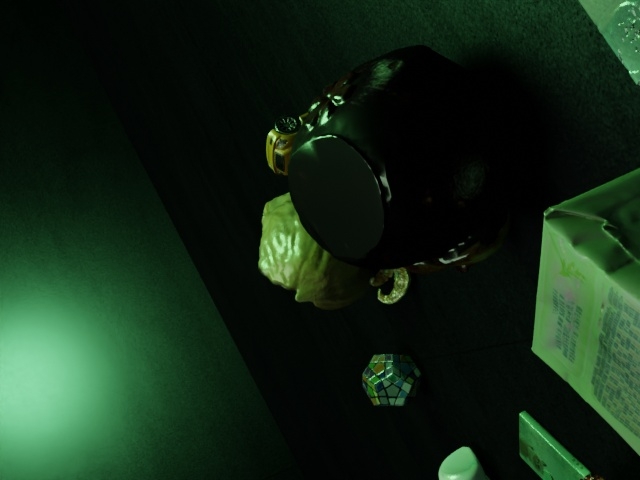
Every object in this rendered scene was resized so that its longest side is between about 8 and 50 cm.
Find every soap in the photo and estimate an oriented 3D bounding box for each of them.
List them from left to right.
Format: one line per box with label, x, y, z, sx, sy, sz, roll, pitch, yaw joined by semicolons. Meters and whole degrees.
soap;0.300;0.065;0.789;0.182;0.138;0.199;50;158;41

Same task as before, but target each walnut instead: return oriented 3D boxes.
walnut;-0.010;-0.001;1.511;0.238;0.204;0.141;48;126;23

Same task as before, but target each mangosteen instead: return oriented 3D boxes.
mangosteen;0.100;-0.070;1.021;0.288;0.233;0.287;26;131;33

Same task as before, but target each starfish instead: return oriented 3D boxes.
starfish;0.116;0.012;1.419;0.150;0.053;0.209;30;139;40

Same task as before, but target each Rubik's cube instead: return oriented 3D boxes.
Rubik's cube;0.129;0.253;1.601;0.093;0.111;0.111;-74;-36;-74

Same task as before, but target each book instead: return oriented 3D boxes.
book;0.329;0.318;1.249;0.135;0.017;0.103;45;153;47

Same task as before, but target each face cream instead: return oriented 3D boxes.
face cream;0.285;0.522;1.518;0.102;0.102;0.345;22;136;65

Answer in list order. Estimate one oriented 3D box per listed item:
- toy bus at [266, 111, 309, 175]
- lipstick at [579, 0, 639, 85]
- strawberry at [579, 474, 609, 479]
toy bus;0.025;-0.142;1.197;0.088;0.195;0.083;51;159;27
lipstick;0.205;-0.277;0.707;0.317;0.068;0.066;60;163;12
strawberry;0.368;0.356;1.082;0.140;0.085;0.192;179;72;-79
